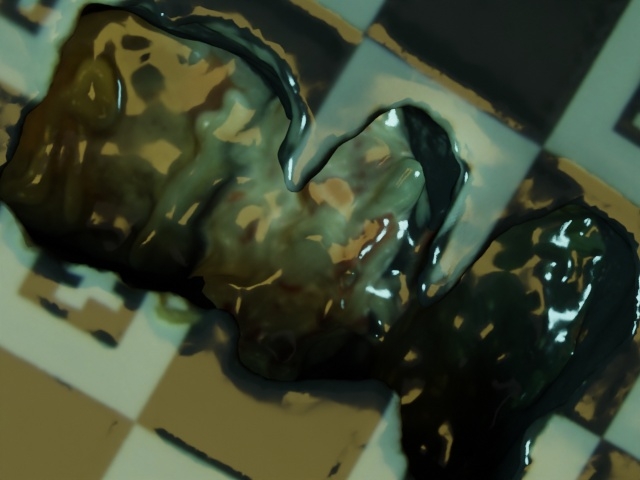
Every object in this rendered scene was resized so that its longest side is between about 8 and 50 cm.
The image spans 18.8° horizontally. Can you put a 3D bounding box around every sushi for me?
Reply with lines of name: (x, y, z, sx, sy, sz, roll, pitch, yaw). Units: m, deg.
sushi: (0.000, 0.000, 0.792, 0.373, 0.100, 0.296, 28, 91, -15)
